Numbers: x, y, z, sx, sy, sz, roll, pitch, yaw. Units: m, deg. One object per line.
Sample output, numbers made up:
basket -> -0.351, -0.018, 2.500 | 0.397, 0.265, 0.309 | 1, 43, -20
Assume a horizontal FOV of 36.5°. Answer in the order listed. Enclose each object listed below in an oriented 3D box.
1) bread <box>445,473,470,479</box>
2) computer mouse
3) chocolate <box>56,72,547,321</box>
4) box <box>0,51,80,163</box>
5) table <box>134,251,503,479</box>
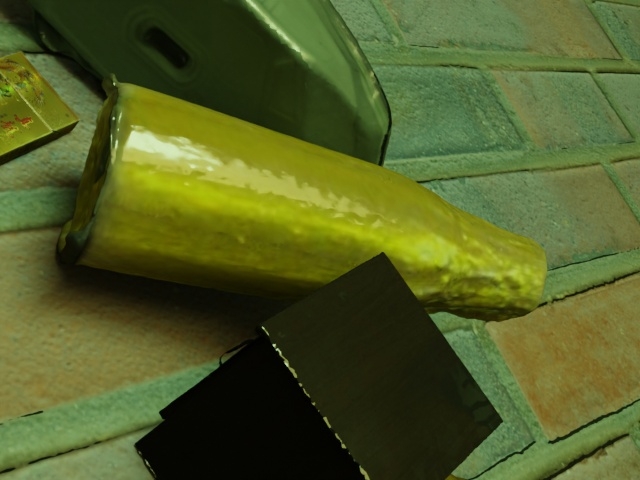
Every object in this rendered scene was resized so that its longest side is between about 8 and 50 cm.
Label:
bread -> 0.144, 0.281, 0.890 | 0.225, 0.081, 0.134 | 22, 44, -29
computer mouse -> -0.107, -0.205, 0.935 | 0.429, 0.228, 0.145 | 43, 42, -12
chocolate -> 0.000, 0.000, 0.864 | 0.445, 0.162, 0.162 | 15, 48, -22
box -> -0.289, -0.108, 0.843 | 0.089, 0.022, 0.156 | 50, 38, 1
table -> -0.007, 0.145, 0.767 | 0.172, 0.193, 0.169 | 55, 39, 7
